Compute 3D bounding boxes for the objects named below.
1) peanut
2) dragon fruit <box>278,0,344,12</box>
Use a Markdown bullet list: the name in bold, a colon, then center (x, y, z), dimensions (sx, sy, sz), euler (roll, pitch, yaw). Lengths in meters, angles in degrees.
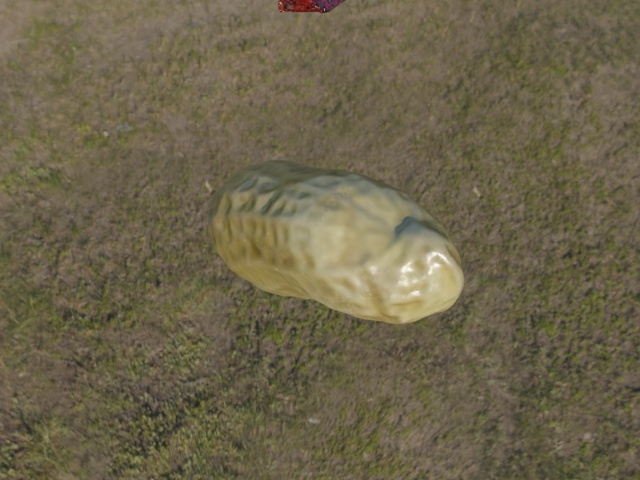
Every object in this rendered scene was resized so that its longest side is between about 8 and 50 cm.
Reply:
- **peanut**: center (0.000, 0.000, 0.623), dimensions (0.325, 0.153, 0.140), euler (20, 47, 42)
- **dragon fruit**: center (-0.011, -0.411, 1.031), dimensions (0.097, 0.063, 0.131), euler (42, 48, -2)
